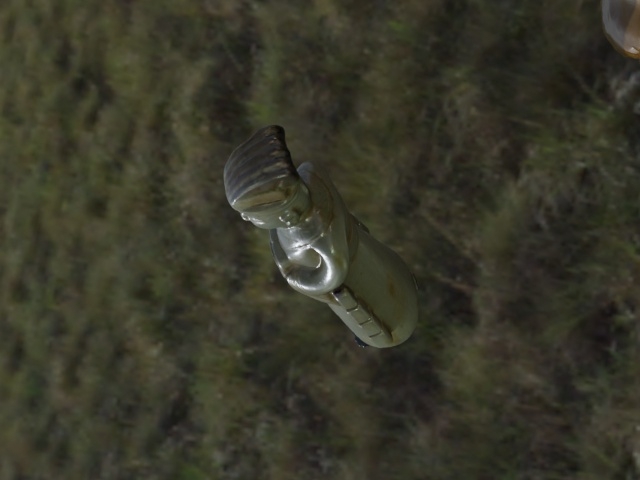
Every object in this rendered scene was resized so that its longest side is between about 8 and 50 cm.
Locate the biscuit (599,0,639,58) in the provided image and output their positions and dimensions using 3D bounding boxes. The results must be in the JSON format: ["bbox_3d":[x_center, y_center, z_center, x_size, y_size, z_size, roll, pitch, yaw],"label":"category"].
[{"bbox_3d":[0.287,-0.154,0.623,0.326,0.325,0.107,-55,13,47],"label":"biscuit"}]

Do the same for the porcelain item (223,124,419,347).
[{"bbox_3d":[0.000,0.000,0.742,0.054,0.213,0.084,-26,61,12],"label":"porcelain item"}]
